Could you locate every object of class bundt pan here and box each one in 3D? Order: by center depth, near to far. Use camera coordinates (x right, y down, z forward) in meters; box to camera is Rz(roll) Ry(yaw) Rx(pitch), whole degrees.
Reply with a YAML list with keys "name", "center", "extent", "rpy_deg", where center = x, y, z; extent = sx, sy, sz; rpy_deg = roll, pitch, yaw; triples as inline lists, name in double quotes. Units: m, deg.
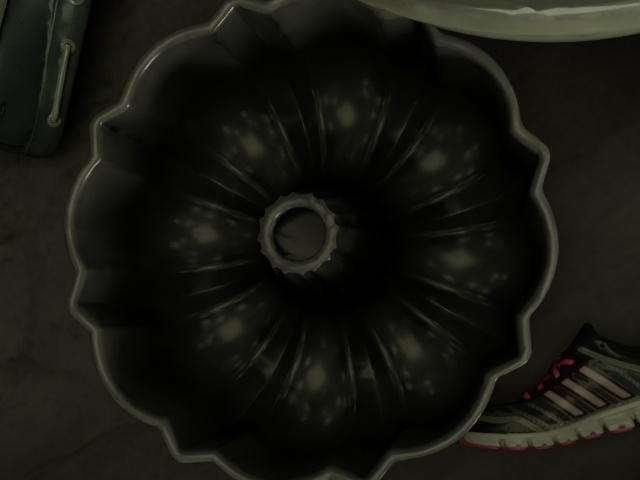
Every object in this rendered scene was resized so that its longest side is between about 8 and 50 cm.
- name: "bundt pan"
  center: [0.000, 0.000, 0.792]
  extent: [0.330, 0.124, 0.331]
  rpy_deg: [-1, 85, 14]

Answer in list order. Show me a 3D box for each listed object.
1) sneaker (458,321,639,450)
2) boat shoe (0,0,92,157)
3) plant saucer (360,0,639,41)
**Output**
- name: "sneaker"
  center: [0.170, 0.095, 0.773]
  extent: [0.170, 0.063, 0.075]
  rpy_deg: [-14, 81, 7]
- name: "boat shoe"
  center: [-0.200, -0.216, 0.896]
  extent: [0.099, 0.116, 0.320]
  rpy_deg: [23, 81, -28]
- name: "plant saucer"
  center: [0.157, -0.240, 0.740]
  extent: [0.400, 0.101, 0.401]
  rpy_deg: [-6, 50, 7]
